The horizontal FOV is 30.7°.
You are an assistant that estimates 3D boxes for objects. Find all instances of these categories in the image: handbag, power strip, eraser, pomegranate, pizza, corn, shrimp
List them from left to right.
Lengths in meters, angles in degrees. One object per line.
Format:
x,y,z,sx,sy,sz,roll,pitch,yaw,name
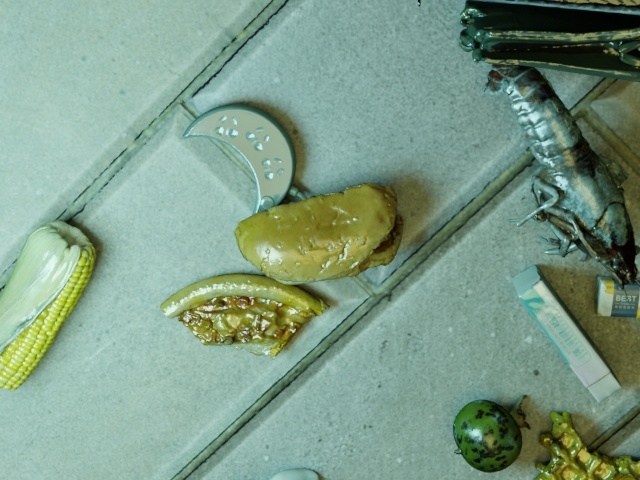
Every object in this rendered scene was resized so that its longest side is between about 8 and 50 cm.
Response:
-0.468,0.110,1.854,0.123,0.122,0.305,40,104,28,corn
-0.124,0.118,1.883,0.271,0.056,0.134,10,96,0,pizza
-0.104,-0.126,1.827,0.137,0.044,0.216,-40,99,10,power strip
0.287,0.310,1.900,0.161,0.122,0.122,-29,103,-22,pomegranate
0.336,-0.292,1.670,0.260,0.247,0.079,1,110,0,handbag
0.391,0.147,1.856,0.052,0.095,0.225,-37,100,10,eraser
0.374,-0.090,1.772,0.221,0.166,0.410,-31,108,-19,shrimp

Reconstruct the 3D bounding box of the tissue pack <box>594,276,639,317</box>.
0.485,0.092,1.868,0.083,0.042,0.062,4,107,1,tissue pack

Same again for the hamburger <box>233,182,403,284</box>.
0.000,0.000,1.799,0.262,0.130,0.124,-12,141,5,hamburger

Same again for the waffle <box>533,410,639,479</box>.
0.503,0.410,1.936,0.293,0.069,0.259,-1,103,3,waffle

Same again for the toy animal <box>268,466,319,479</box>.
-0.050,0.488,1.938,0.179,0.127,0.193,-25,101,5,toy animal

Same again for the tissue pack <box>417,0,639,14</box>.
0.315,-0.399,1.641,0.362,0.259,0.122,5,115,1,tissue pack
